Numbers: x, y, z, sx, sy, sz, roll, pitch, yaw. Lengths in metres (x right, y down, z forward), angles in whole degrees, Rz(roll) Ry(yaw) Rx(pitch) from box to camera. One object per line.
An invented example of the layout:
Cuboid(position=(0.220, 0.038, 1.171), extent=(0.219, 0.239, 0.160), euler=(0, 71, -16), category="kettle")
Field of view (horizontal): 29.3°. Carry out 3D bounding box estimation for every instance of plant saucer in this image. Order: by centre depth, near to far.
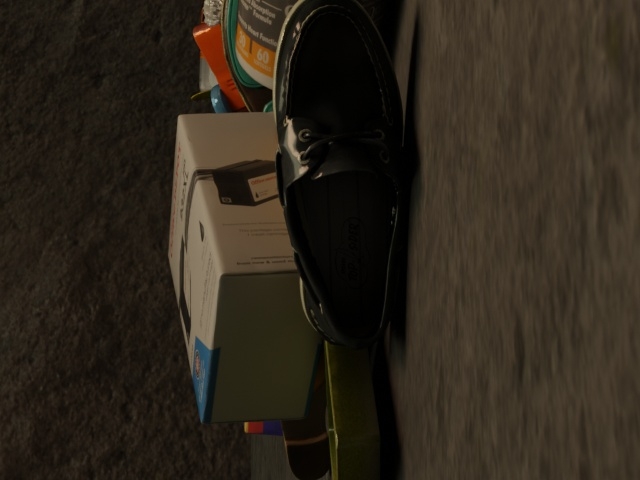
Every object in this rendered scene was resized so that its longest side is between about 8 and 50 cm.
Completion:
Cuboid(position=(0.033, 0.197, 1.244), extent=(0.188, 0.045, 0.188), euler=(-95, 2, -51), category="plant saucer")

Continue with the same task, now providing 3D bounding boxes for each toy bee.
Cuboid(position=(-0.126, -0.247, 2.101), extent=(0.162, 0.195, 0.298), euler=(-60, -30, -66), category="toy bee")

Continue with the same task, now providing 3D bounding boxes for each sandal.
Cuboid(position=(-0.025, 0.204, 1.656), extent=(0.079, 0.088, 0.240), euler=(-117, 24, -65), category="sandal")

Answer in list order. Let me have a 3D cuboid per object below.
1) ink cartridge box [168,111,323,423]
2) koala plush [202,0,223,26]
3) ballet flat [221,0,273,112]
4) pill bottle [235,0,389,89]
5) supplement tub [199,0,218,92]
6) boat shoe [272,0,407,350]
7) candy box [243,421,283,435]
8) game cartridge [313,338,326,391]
Cuboid(position=(-0.091, 0.024, 1.416), extent=(0.307, 0.129, 0.223), euler=(-110, 23, -49), category="ink cartridge box")
Cuboid(position=(-0.107, -0.430, 1.896), extent=(0.203, 0.196, 0.221), euler=(47, 148, 12), category="koala plush")
Cuboid(position=(-0.055, -0.217, 1.679), extent=(0.123, 0.123, 0.348), euler=(-108, 2, -72), category="ballet flat")
Cuboid(position=(-0.002, -0.300, 1.252), extent=(0.162, 0.162, 0.278), euler=(-95, 9, -50), category="pill bottle")
Cuboid(position=(-0.133, -0.429, 2.350), extent=(0.193, 0.194, 0.316), euler=(-138, 50, -82), category="supplement tub")
Cuboid(position=(0.021, -0.057, 1.133), extent=(0.113, 0.127, 0.340), euler=(-115, 26, -74), category="boat shoe")
Cuboid(position=(-0.066, 0.143, 1.899), extent=(0.317, 0.122, 0.268), euler=(-160, 73, -82), category="candy box")
Cuboid(position=(0.000, 0.000, 1.423), extent=(0.323, 0.053, 0.285), euler=(124, 141, -63), category="game cartridge")
